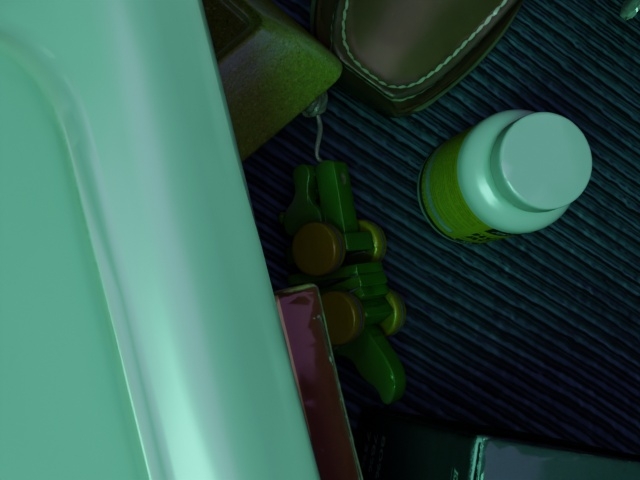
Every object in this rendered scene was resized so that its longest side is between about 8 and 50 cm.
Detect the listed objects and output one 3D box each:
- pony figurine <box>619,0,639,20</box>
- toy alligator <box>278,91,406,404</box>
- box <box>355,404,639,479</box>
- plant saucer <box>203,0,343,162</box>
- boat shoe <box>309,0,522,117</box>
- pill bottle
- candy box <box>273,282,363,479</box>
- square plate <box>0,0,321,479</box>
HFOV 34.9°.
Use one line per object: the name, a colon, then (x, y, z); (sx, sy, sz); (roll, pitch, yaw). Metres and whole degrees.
pony figurine: (0.359, -0.232, 0.558); (0.363, 0.303, 0.351); (40, 47, -2)
toy alligator: (0.000, 0.000, 0.556); (0.051, 0.056, 0.190); (-21, 81, 31)
box: (0.079, 0.164, 0.473); (0.108, 0.207, 0.153); (11, 83, -10)
plant saucer: (-0.117, -0.096, 0.505); (0.188, 0.045, 0.188); (-43, 74, -15)
boat shoe: (0.107, -0.219, 0.557); (0.122, 0.120, 0.324); (34, 80, -6)
pill bottle: (0.097, -0.034, 0.540); (0.065, 0.116, 0.065); (1, 85, -10)
candy box: (-0.029, 0.081, 0.469); (0.053, 0.186, 0.109); (-13, 88, -14)
square plate: (-0.169, 0.072, 0.414); (0.347, 0.049, 0.344); (-15, 88, 26)
